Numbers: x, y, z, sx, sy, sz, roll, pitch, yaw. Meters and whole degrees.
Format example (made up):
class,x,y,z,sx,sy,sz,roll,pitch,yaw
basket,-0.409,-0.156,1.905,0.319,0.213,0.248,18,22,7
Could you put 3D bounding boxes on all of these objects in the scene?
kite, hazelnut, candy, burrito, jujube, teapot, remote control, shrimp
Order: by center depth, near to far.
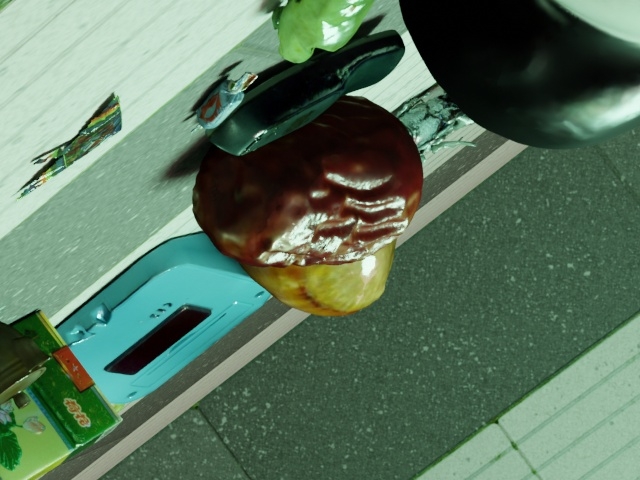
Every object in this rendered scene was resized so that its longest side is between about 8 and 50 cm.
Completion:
class,x,y,z,sx,sy,sz,roll,pitch,yaw
burrito,0.057,-0.209,1.156,0.104,0.054,0.288,-34,172,-42
kite,-0.160,-0.066,1.212,0.122,0.004,0.090,-42,172,38
candy,-0.073,-0.104,1.349,0.030,0.020,0.083,-29,172,-35
remote control,-0.009,-0.123,1.466,0.222,0.042,0.072,-30,173,-46
teapot,-0.280,0.111,1.522,0.085,0.080,0.110,-40,174,32
jujube,-0.011,-0.049,1.567,0.155,0.155,0.230,-40,163,30
hazelnut,0.000,0.000,1.887,0.182,0.182,0.182,-36,174,-4
shrimp,0.107,-0.115,2.033,0.174,0.082,0.076,-29,178,-8

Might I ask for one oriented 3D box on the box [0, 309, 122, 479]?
class,x,y,z,sx,sy,sz,roll,pitch,yaw
box,-0.296,0.161,1.579,0.235,0.132,0.034,-30,169,-46

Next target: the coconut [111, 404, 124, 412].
class,x,y,z,sx,sy,sz,roll,pitch,yaw
coconut,-0.257,0.164,2.066,0.096,0.087,0.088,-31,177,25

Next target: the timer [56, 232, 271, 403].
class,x,y,z,sx,sy,sz,roll,pitch,yaw
timer,-0.194,0.074,1.908,0.232,0.091,0.250,-38,163,15

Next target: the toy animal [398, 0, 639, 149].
class,x,y,z,sx,sy,sz,roll,pitch,yaw
toy animal,0.230,-0.215,1.298,0.251,0.251,0.310,-32,180,-36
